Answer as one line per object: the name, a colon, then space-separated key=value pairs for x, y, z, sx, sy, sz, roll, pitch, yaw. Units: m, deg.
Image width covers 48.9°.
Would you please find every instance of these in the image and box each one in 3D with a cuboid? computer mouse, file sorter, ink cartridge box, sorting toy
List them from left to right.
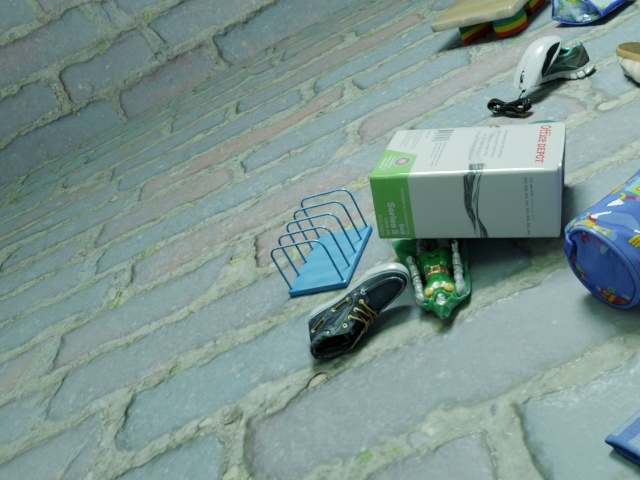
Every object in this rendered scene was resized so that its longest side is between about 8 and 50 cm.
file sorter: x=0.000 y=0.000 z=1.260 sx=0.118 sy=0.104 sz=0.170 roll=-13 pitch=31 yaw=30
ink cartridge box: x=0.236 y=-0.095 z=1.095 sx=0.273 sy=0.114 sz=0.198 roll=0 pitch=29 yaw=21
sorting toy: x=0.477 y=-0.625 z=1.911 sx=0.257 sy=0.089 sz=0.255 roll=5 pitch=42 yaw=48
computer mouse: x=0.421 y=-0.343 z=1.439 sx=0.193 sy=0.042 sz=0.106 roll=-61 pitch=31 yaw=0

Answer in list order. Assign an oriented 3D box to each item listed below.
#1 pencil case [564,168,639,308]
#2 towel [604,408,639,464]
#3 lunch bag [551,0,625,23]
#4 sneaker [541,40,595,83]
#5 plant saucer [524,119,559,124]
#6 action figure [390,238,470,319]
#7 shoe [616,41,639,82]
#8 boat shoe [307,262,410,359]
pencil case: x=0.439 y=-0.050 z=0.898 sx=0.306 sy=0.119 sz=0.133 roll=-38 pitch=52 yaw=-18
towel: x=0.440 y=0.146 z=0.654 sx=0.285 sy=0.034 sz=0.209 roll=-35 pitch=26 yaw=-12
lunch bag: x=0.642 y=-0.573 z=1.665 sx=0.129 sy=0.096 sz=0.151 roll=-35 pitch=41 yaw=-18
sneaker: x=0.488 y=-0.378 z=1.479 sx=0.167 sy=0.076 sz=0.065 roll=-1 pitch=37 yaw=44
plant saucer: x=0.386 y=-0.182 z=1.295 sx=0.119 sy=0.021 sz=0.119 roll=-22 pitch=28 yaw=13
action figure: x=0.177 y=0.040 z=1.073 sx=0.137 sy=0.063 sz=0.232 roll=-19 pitch=32 yaw=13
shoe: x=0.612 y=-0.307 z=1.268 sx=0.077 sy=0.058 sz=0.219 roll=-11 pitch=29 yaw=-9
boat shoe: x=0.059 y=0.110 z=1.048 sx=0.183 sy=0.065 sz=0.083 roll=-35 pitch=28 yaw=20
